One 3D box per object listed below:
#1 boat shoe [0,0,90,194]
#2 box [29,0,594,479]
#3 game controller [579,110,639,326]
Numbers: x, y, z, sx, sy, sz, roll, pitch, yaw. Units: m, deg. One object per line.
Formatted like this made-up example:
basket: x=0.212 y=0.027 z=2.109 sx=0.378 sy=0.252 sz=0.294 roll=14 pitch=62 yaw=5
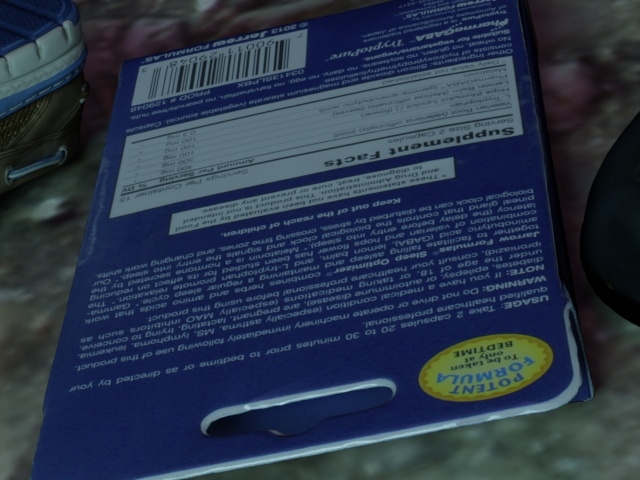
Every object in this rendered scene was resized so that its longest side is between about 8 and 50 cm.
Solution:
boat shoe: x=-0.144 y=-0.015 z=0.583 sx=0.183 sy=0.066 sz=0.066 roll=-29 pitch=36 yaw=-30
box: x=0.000 y=0.000 z=0.524 sx=0.136 sy=0.036 sz=0.225 roll=-11 pitch=31 yaw=9
game controller: x=0.219 y=-0.012 z=0.437 sx=0.319 sy=0.067 sz=0.166 roll=13 pitch=57 yaw=39
